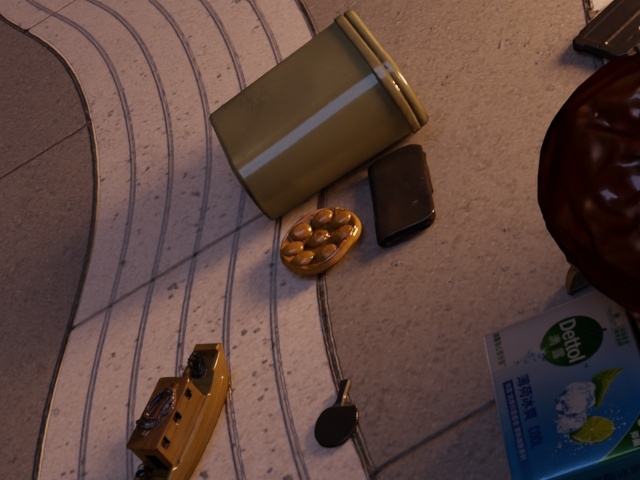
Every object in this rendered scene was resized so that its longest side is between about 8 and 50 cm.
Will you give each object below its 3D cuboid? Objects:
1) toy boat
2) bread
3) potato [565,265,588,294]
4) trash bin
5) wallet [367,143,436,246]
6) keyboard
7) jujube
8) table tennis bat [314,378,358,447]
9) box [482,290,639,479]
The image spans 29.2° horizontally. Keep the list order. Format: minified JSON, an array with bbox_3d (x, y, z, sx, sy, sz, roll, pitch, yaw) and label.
[{"bbox_3d":[-0.157,0.195,1.359,0.057,0.077,0.200,-5,45,35],"label":"toy boat"},{"bbox_3d":[0.000,0.000,1.504,0.110,0.024,0.110,-20,40,18],"label":"bread"},{"bbox_3d":[0.284,0.014,1.260,0.093,0.036,0.037,-30,40,7],"label":"potato"},{"bbox_3d":[-0.007,-0.164,1.624,0.247,0.121,0.243,-35,36,4],"label":"trash bin"},{"bbox_3d":[0.098,-0.058,1.499,0.082,0.018,0.156,-24,37,14],"label":"wallet"},{"bbox_3d":[0.431,-0.313,1.535,0.262,0.016,0.106,-43,37,-11],"label":"keyboard"},{"bbox_3d":[0.358,-0.025,1.045,0.276,0.276,0.377,-39,37,-6],"label":"jujube"},{"bbox_3d":[0.019,0.182,1.297,0.050,0.007,0.083,-12,43,27],"label":"table tennis bat"},{"bbox_3d":[0.235,0.149,1.113,0.139,0.073,0.194,-23,37,15],"label":"box"}]
